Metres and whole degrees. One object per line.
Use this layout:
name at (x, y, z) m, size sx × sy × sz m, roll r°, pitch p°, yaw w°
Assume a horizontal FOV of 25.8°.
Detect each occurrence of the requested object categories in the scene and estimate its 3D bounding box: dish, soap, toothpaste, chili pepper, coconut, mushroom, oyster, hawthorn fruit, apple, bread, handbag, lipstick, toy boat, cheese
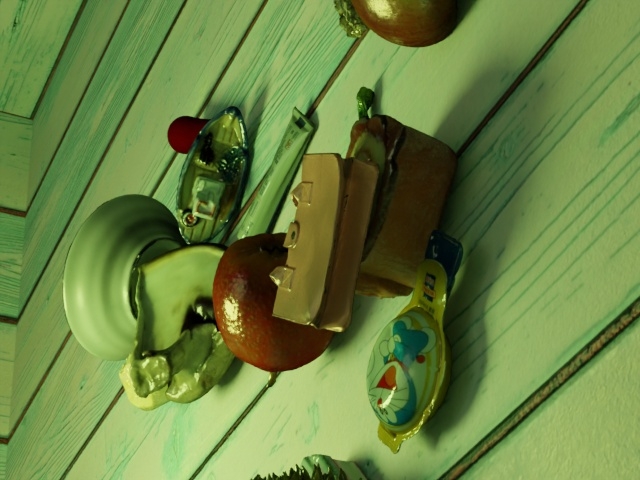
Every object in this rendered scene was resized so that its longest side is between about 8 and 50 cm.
dish at (-0.320, 0.073, 2.544) m, size 0.106 × 0.316 × 0.316 m, roll 9°, pitch 85°, yaw 36°
soap at (0.016, 0.336, 1.818) m, size 0.100 × 0.056 × 0.149 m, roll -70°, pitch 24°, yaw 11°
toothpaste at (-0.079, -0.087, 2.295) m, size 0.069 × 0.047 × 0.268 m, roll -83°, pitch 16°, yaw -70°
chili pepper at (0.065, -0.184, 2.029) m, size 0.034 × 0.030 × 0.091 m, roll -25°, pitch 53°, yaw 32°
coconut at (-0.294, 0.242, 2.540) m, size 0.116 × 0.122 × 0.116 m, roll 15°, pitch 115°, yaw 35°
mushroom at (-0.194, 0.150, 2.349) m, size 0.292 × 0.217 × 0.212 m, roll -86°, pitch -24°, yaw -62°
oyster at (0.048, -0.381, 2.146) m, size 0.177 × 0.056 × 0.105 m, roll -101°, pitch 20°, yaw -46°
hawthorn fruit at (-0.063, 0.107, 1.977) m, size 0.196 × 0.197 × 0.225 m, roll -136°, pitch 46°, yaw -64°
apple at (0.123, -0.351, 1.849) m, size 0.173 × 0.160 × 0.195 m, roll 47°, pitch 131°, yaw 38°
bread at (0.083, -0.035, 1.779) m, size 0.190 × 0.123 × 0.244 m, roll -137°, pitch 63°, yaw -67°
handbag at (0.000, 0.000, 1.721) m, size 0.157 × 0.059 × 0.212 m, roll 9°, pitch 88°, yaw 66°
lipstick at (-0.227, -0.197, 2.667) m, size 0.241 × 0.080 × 0.080 m, roll -162°, pitch 85°, yaw -68°
toy boat at (-0.190, -0.110, 2.473) m, size 0.115 × 0.114 × 0.262 m, roll 166°, pitch 119°, yaw -79°
cheese at (0.117, 0.122, 1.679) m, size 0.177 × 0.069 × 0.270 m, roll -144°, pitch 69°, yaw -66°

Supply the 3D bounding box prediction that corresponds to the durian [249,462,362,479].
durian at (0.002, 0.418, 1.644) m, size 0.198 × 0.163 × 0.394 m, roll -52°, pitch 53°, yaw 32°
